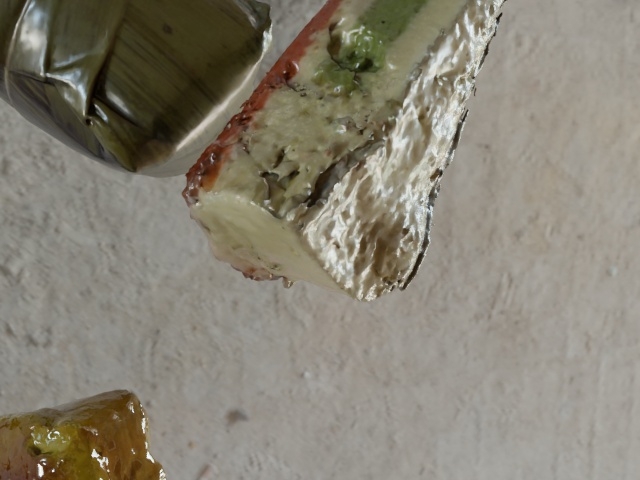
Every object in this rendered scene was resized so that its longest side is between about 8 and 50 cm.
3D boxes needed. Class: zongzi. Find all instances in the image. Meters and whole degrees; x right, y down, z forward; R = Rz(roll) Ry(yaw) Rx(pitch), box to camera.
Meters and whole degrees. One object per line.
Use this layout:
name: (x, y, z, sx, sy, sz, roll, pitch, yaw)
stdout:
zongzi: (-0.179, -0.158, 0.712, 0.300, 0.274, 0.145, 34, 87, -4)

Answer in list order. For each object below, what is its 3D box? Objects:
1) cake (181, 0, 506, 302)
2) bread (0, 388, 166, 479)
cake: (0.033, -0.062, 0.582, 0.220, 0.086, 0.117, -53, 143, -24)
bread: (-0.254, 0.226, 0.822, 0.109, 0.380, 0.185, -10, 84, -50)
